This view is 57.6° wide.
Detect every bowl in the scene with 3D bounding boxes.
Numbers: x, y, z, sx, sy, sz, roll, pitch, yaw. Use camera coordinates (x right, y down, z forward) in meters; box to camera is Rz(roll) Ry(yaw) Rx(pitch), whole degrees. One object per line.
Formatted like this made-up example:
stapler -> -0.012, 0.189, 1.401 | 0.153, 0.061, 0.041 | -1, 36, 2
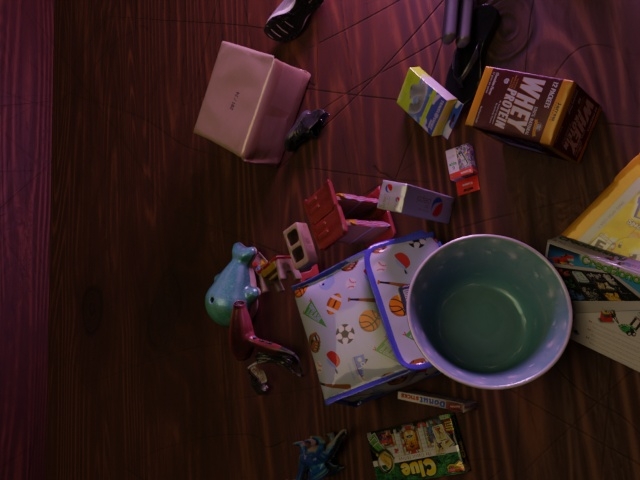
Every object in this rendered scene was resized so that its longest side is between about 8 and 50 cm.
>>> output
bowl -> 0.336, 0.158, 1.199 | 0.311, 0.163, 0.312 | -3, 69, 9

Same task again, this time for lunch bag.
lunch bag -> 0.160, 0.191, 1.413 | 0.385, 0.239, 0.328 | -25, 67, 20

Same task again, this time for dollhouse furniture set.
dollhouse furniture set -> 0.000, 0.000, 1.603 | 0.374, 0.201, 0.152 | -37, 62, 39

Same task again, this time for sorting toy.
sorting toy -> -0.207, 0.069, 1.890 | 0.083, 0.012, 0.062 | 43, 113, 36

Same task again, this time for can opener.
can opener -> 0.342, -0.601, 1.446 | 0.093, 0.074, 0.280 | 122, 156, -69

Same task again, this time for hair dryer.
hair dryer -> -0.183, 0.310, 1.767 | 0.223, 0.080, 0.293 | -36, 89, 30

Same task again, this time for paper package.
paper package -> -0.229, -0.440, 1.877 | 0.309, 0.168, 0.325 | 30, 105, 39

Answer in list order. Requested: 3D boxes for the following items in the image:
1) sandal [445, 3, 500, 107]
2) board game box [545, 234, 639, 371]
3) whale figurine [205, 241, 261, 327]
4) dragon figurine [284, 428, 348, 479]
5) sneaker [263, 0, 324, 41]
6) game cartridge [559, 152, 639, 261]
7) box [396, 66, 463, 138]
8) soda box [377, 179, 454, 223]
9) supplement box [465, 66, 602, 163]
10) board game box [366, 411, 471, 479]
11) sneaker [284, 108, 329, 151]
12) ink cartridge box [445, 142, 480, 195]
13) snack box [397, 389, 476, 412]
sandal -> 0.362, -0.455, 1.431 | 0.097, 0.054, 0.254 | 19, 97, 41
board game box -> 0.561, 0.127, 1.102 | 0.305, 0.053, 0.193 | 29, 126, 50
whale figurine -> -0.283, 0.143, 1.859 | 0.216, 0.141, 0.272 | 18, 98, 42
dragon figurine -> 0.006, 0.603, 1.580 | 0.289, 0.085, 0.144 | -33, 64, 34
sneaker -> -0.078, -0.736, 1.845 | 0.271, 0.100, 0.108 | -33, 39, 37
game cartridge -> 0.654, -0.007, 1.115 | 0.324, 0.052, 0.285 | -55, 54, 24
box -> 0.274, -0.348, 1.479 | 0.178, 0.042, 0.109 | 53, 142, 33
soda box -> 0.231, -0.090, 1.389 | 0.074, 0.216, 0.069 | 16, 96, 42
supplement box -> 0.452, -0.265, 1.234 | 0.194, 0.191, 0.129 | 26, 102, 40
board game box -> 0.233, 0.517, 1.431 | 0.259, 0.030, 0.136 | -28, 69, 36
sneaker -> -0.044, -0.332, 1.774 | 0.089, 0.051, 0.170 | 46, 110, 41
ink cartridge box -> 0.348, -0.173, 1.422 | 0.063, 0.029, 0.115 | -17, 73, 38
snack box -> 0.276, 0.381, 1.386 | 0.178, 0.064, 0.022 | -1, 82, 41
